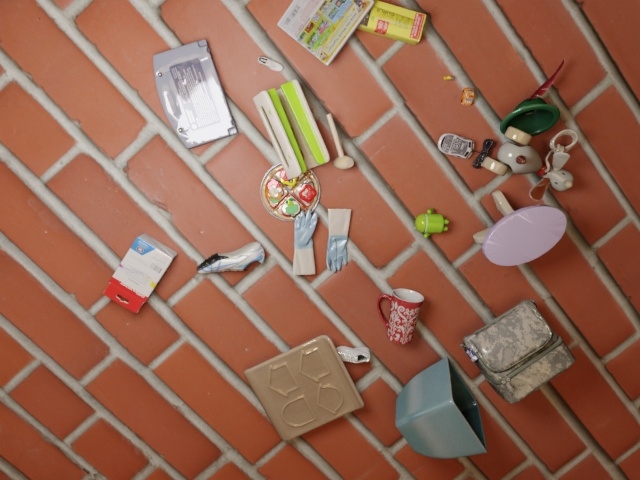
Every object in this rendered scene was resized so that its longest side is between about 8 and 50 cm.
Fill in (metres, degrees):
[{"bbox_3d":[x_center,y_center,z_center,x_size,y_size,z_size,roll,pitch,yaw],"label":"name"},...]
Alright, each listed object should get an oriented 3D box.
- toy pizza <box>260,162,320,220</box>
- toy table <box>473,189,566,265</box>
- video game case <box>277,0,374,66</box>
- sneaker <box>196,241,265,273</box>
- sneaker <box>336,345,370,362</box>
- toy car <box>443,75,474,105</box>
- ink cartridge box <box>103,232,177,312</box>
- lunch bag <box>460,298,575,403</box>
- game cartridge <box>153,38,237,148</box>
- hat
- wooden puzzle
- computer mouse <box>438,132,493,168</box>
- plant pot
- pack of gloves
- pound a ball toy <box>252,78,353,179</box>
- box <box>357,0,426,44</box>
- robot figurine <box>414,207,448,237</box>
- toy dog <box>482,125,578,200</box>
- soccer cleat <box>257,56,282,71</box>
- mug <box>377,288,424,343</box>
[{"bbox_3d":[-0.100,-0.162,1.558,0.201,0.032,0.201,-1,103,-5],"label":"toy pizza"},{"bbox_3d":[0.654,-0.038,1.572,0.274,0.161,0.252,-15,108,2],"label":"toy table"},{"bbox_3d":[0.014,-0.684,1.415,0.206,0.026,0.227,40,103,4],"label":"video game case"},{"bbox_3d":[-0.300,0.076,1.572,0.237,0.085,0.086,-17,111,3],"label":"sneaker"},{"bbox_3d":[0.108,0.415,1.691,0.152,0.061,0.054,-4,105,-2],"label":"sneaker"},{"bbox_3d":[0.451,-0.486,1.523,0.122,0.040,0.060,23,100,-10],"label":"toy car"},{"bbox_3d":[-0.598,0.109,1.556,0.134,0.078,0.231,34,98,-10],"label":"ink cartridge box"},{"bbox_3d":[0.687,0.385,1.664,0.305,0.212,0.256,-34,87,3],"label":"lunch bag"},{"bbox_3d":[-0.398,-0.449,1.460,0.195,0.060,0.294,-18,103,-4],"label":"game cartridge"},{"bbox_3d":[0.687,-0.463,1.546,0.208,0.173,0.184,-3,67,3],"label":"hat"},{"bbox_3d":[-0.058,0.528,1.697,0.347,0.080,0.322,-24,104,7],"label":"wooden puzzle"},{"bbox_3d":[0.477,-0.313,1.567,0.192,0.042,0.106,15,106,-13],"label":"computer mouse"},{"bbox_3d":[0.410,0.623,1.676,0.252,0.247,0.248,-30,104,20],"label":"plant pot"},{"bbox_3d":[0.000,0.000,1.608,0.194,0.046,0.232,-1,106,-16],"label":"pack of gloves"},{"bbox_3d":[-0.056,-0.338,1.489,0.208,0.135,0.319,-30,103,-26],"label":"pound a ball toy"},{"bbox_3d":[0.202,-0.682,1.450,0.232,0.058,0.087,14,101,-7],"label":"box"},{"bbox_3d":[0.377,-0.058,1.601,0.115,0.067,0.101,1,111,-5],"label":"robot figurine"},{"bbox_3d":[0.706,-0.242,1.517,0.333,0.161,0.220,2,118,-8],"label":"toy dog"},{"bbox_3d":[-0.158,-0.552,1.462,0.083,0.035,0.029,22,100,-9],"label":"soccer cleat"},{"bbox_3d":[0.282,0.264,1.663,0.113,0.150,0.169,-7,112,-40],"label":"mug"}]
